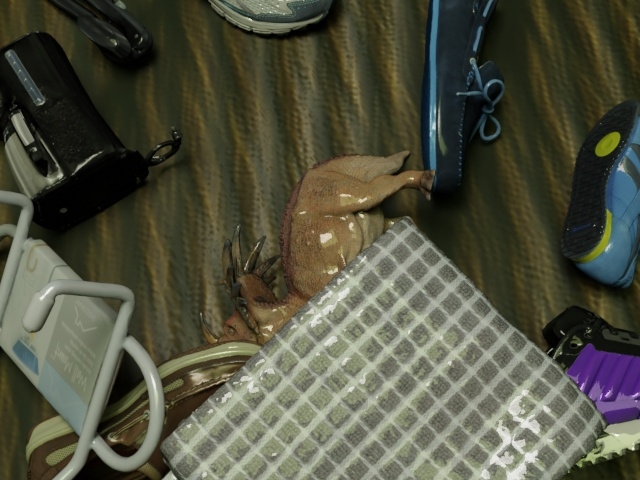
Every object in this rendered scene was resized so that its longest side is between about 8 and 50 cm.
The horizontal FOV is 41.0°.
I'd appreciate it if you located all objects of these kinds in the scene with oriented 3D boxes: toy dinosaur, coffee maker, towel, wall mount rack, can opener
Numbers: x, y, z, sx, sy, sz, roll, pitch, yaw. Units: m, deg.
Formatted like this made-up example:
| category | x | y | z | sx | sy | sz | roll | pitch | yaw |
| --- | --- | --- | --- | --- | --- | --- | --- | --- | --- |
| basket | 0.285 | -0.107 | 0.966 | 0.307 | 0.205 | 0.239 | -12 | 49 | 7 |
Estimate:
| category | x | y | z | sx | sy | sz | roll | pitch | yaw |
| --- | --- | --- | --- | --- | --- | --- | --- | --- | --- |
| toy dinosaur | 0.000 | 0.000 | 0.853 | 0.200 | 0.127 | 0.296 | 14 | 67 | 15 |
| coffee maker | -0.271 | -0.125 | 0.922 | 0.171 | 0.120 | 0.178 | -24 | 71 | -31 |
| towel | 0.043 | 0.155 | 0.657 | 0.283 | 0.121 | 0.235 | -43 | 82 | -11 |
| wall mount rack | -0.297 | 0.129 | 0.773 | 0.350 | 0.130 | 0.304 | 32 | 107 | 40 |
| can opener | -0.262 | -0.267 | 0.988 | 0.059 | 0.073 | 0.186 | -44 | 65 | -3 |

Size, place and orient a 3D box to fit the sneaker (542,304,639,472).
| category | x | y | z | sx | sy | sz | roll | pitch | yaw |
| --- | --- | --- | --- | --- | --- | --- | --- | --- | --- |
| sneaker | 0.282 | 0.121 | 0.802 | 0.293 | 0.102 | 0.146 | -17 | 71 | -3 |

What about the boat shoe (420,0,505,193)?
| category | x | y | z | sx | sy | sz | roll | pitch | yaw |
| --- | --- | --- | --- | --- | --- | --- | --- | --- | --- |
| boat shoe | 0.155 | -0.173 | 0.908 | 0.089 | 0.109 | 0.258 | 6 | 74 | 1 |

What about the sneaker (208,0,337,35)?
| category | x | y | z | sx | sy | sz | roll | pitch | yaw |
| --- | --- | --- | --- | --- | --- | --- | --- | --- | --- |
| sneaker | -0.113 | -0.326 | 0.964 | 0.283 | 0.122 | 0.110 | 23 | 74 | 10 |

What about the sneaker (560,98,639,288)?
| category | x | y | z | sx | sy | sz | roll | pitch | yaw |
| --- | --- | --- | --- | --- | --- | --- | --- | --- | --- |
| sneaker | 0.310 | -0.048 | 0.886 | 0.082 | 0.069 | 0.209 | 31 | 63 | -21 |

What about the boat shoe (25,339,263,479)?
| category | x | y | z | sx | sy | sz | roll | pitch | yaw |
| --- | --- | --- | --- | --- | --- | --- | --- | --- | --- |
| boat shoe | -0.151 | 0.184 | 0.795 | 0.257 | 0.095 | 0.095 | -26 | 44 | 8 |
